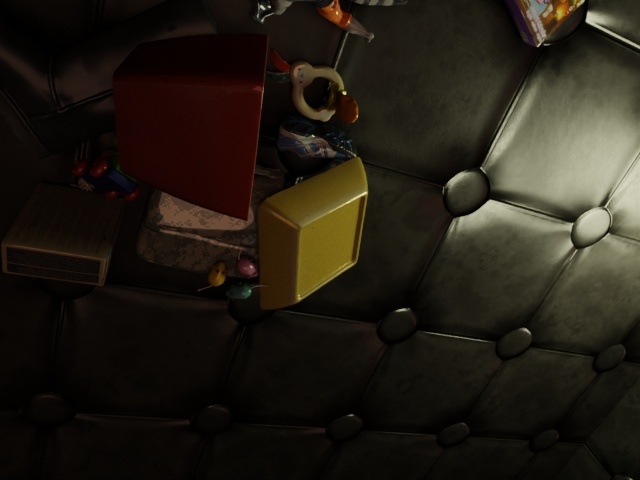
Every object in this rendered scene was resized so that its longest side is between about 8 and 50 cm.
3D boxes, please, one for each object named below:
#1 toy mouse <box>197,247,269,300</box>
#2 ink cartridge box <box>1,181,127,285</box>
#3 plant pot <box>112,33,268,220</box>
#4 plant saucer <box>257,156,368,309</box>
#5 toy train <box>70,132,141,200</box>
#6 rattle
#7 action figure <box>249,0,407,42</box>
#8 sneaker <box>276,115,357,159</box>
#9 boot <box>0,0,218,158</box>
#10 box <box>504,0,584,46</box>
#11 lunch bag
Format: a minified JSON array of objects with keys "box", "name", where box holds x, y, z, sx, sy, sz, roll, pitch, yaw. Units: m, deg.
[{"box":[-0.181,0.091,1.046,0.143,0.031,0.161,24,116,-23],"name":"toy mouse"},{"box":[-0.553,-0.018,1.013,0.193,0.235,0.088,12,124,-19],"name":"ink cartridge box"},{"box":[-0.230,-0.226,0.841,0.235,0.267,0.267,6,128,-10],"name":"plant pot"},{"box":[0.000,0.000,1.131,0.333,0.081,0.333,-30,140,-36],"name":"plant saucer"},{"box":[-0.468,-0.178,1.017,0.105,0.248,0.143,45,64,-44],"name":"toy train"},{"box":[-0.026,-0.336,1.025,0.130,0.143,0.199,-36,129,29],"name":"rattle"},{"box":[0.010,-0.550,0.872,0.330,0.178,0.341,-6,137,-31],"name":"action figure"},{"box":[-0.009,-0.239,1.129,0.211,0.080,0.081,14,137,-21],"name":"sneaker"},{"box":[-0.425,-0.387,0.883,0.445,0.146,0.367,-18,132,1],"name":"boot"},{"box":[0.490,-0.605,1.001,0.201,0.057,0.293,-46,134,13],"name":"box"},{"box":[-0.247,-0.078,1.068,0.305,0.212,0.256,15,120,-20],"name":"lunch bag"}]
